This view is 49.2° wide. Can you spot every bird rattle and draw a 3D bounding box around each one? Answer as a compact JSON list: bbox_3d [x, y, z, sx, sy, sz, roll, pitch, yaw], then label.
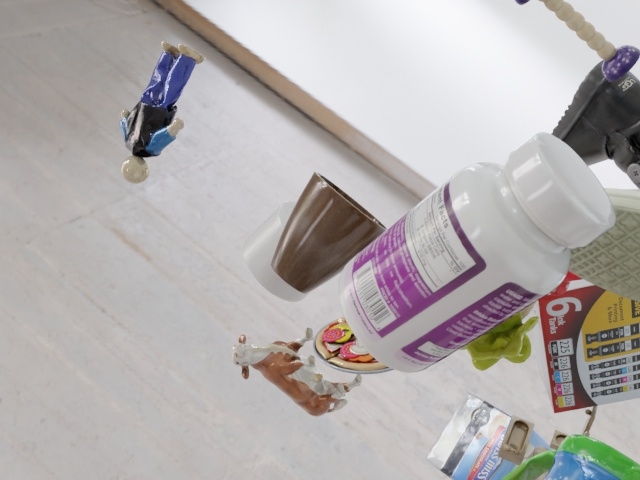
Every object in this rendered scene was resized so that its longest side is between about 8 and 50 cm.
[{"bbox_3d":[0.250,0.048,0.971,0.207,0.143,0.253,30,79,6],"label":"bird rattle"}]

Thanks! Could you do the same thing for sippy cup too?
[{"bbox_3d":[0.385,0.441,1.003,0.240,0.305,0.224,44,74,8],"label":"sippy cup"}]

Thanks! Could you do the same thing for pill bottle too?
[{"bbox_3d":[0.173,0.016,0.806,0.169,0.301,0.169,28,40,-27],"label":"pill bottle"}]

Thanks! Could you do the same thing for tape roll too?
[{"bbox_3d":[-0.076,0.031,2.009,0.246,0.169,0.246,35,30,-24],"label":"tape roll"}]

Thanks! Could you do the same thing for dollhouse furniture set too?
[{"bbox_3d":[0.472,0.391,1.450,0.151,0.123,0.144,21,33,19],"label":"dollhouse furniture set"}]

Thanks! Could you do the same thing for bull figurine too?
[{"bbox_3d":[-0.056,0.295,1.589,0.310,0.188,0.101,42,42,-28],"label":"bull figurine"}]

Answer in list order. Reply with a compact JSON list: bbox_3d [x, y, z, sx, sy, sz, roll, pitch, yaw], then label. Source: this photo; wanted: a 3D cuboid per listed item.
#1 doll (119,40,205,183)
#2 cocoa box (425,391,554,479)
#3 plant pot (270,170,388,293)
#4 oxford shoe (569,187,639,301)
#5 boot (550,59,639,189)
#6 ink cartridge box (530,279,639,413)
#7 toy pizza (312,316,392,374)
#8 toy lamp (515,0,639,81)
[{"bbox_3d":[-0.214,-0.163,0.913,0.129,0.189,0.046,22,-1,39],"label":"doll"},{"bbox_3d":[0.510,0.624,1.951,0.228,0.231,0.347,25,-13,49],"label":"cocoa box"},{"bbox_3d":[0.000,0.000,1.575,0.215,0.230,0.215,38,6,-5],"label":"plant pot"},{"bbox_3d":[0.473,-0.005,0.805,0.449,0.169,0.130,7,51,31],"label":"oxford shoe"},{"bbox_3d":[0.674,-0.111,1.413,0.146,0.367,0.445,-40,71,-12],"label":"boot"},{"bbox_3d":[0.558,0.162,1.362,0.272,0.309,0.130,-14,31,9],"label":"ink cartridge box"},{"bbox_3d":[0.085,0.176,1.272,0.201,0.032,0.201,-4,23,2],"label":"toy pizza"},{"bbox_3d":[0.411,-0.375,1.166,0.275,0.080,0.080,37,36,-12],"label":"toy lamp"}]
